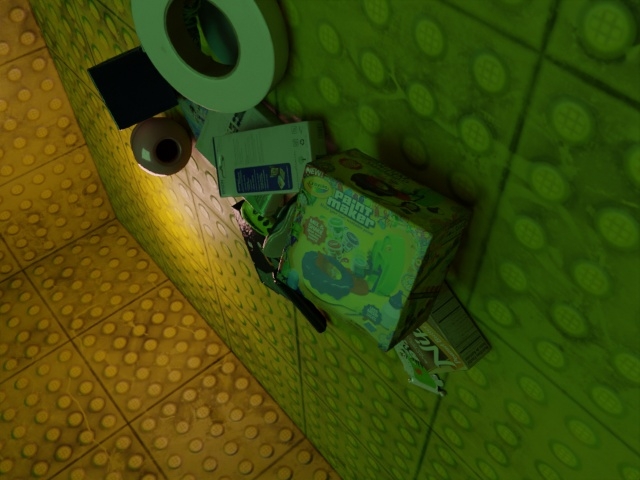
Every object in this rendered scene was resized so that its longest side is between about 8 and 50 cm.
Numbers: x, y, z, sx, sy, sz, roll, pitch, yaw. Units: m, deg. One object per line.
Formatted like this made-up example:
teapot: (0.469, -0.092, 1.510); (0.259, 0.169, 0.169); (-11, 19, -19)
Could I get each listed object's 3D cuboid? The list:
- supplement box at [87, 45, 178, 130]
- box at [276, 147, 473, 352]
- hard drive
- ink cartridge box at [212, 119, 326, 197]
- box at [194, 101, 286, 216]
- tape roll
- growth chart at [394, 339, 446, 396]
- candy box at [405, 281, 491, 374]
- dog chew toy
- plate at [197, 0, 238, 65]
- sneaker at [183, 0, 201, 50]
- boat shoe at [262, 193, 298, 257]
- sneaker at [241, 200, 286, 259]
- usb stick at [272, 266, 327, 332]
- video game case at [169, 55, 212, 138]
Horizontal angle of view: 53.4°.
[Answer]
supplement box: (-0.581, -0.485, 1.977); (0.195, 0.194, 0.356); (67, 171, -21)
box: (0.100, 0.010, 1.274); (0.290, 0.177, 0.279); (31, 123, 26)
hard drive: (-0.167, 0.041, 2.137); (0.237, 0.064, 0.338); (28, 143, 48)
ink cartridge box: (-0.127, -0.195, 1.564); (0.333, 0.065, 0.165); (1, 100, 39)
box: (-0.192, -0.251, 1.688); (0.322, 0.059, 0.232); (46, 125, 26)
tape roll: (-0.255, -0.476, 1.453); (0.392, 0.072, 0.391); (21, 139, 19)
growth chart: (0.251, 0.322, 1.753); (0.237, 0.021, 0.172); (61, 155, -12)
candy box: (0.234, 0.156, 1.483); (0.316, 0.088, 0.183); (55, 157, 2)
dog chew toy: (-0.590, -0.352, 2.289); (0.332, 0.207, 0.206); (34, 149, 56)
plate: (-0.249, -0.528, 1.608); (0.188, 0.024, 0.188); (43, 153, 30)
sneaker: (-0.352, -0.584, 1.547); (0.182, 0.158, 0.410); (34, 145, 38)
boat shoe: (-0.091, -0.040, 1.772); (0.233, 0.084, 0.079); (-55, 26, 35)
sneaker: (-0.113, -0.040, 1.893); (0.110, 0.123, 0.295); (-8, 135, 36)
usb stick: (-0.064, 0.197, 2.068); (0.278, 0.045, 0.077); (53, -165, -31)
video game case: (-0.355, -0.418, 1.909); (0.270, 0.061, 0.244); (18, 135, 56)
